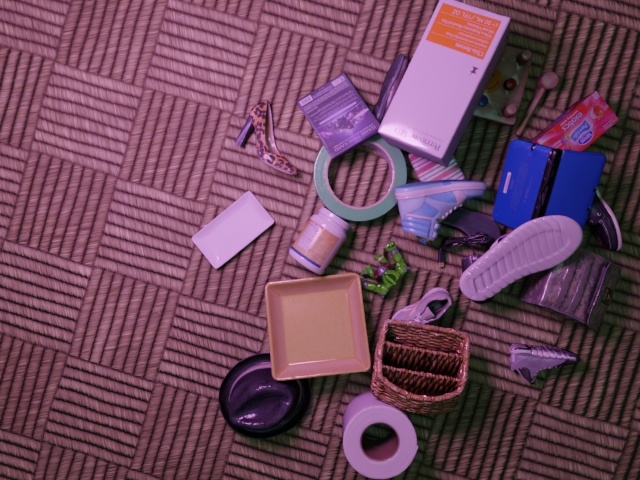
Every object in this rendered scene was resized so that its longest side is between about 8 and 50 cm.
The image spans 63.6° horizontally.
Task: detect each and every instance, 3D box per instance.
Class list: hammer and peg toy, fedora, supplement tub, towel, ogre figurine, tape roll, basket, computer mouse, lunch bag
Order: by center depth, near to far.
[{"bbox_3d":[0.324,0.419,1.691,0.298,0.214,0.223,12,129,1],"label":"basket"},{"bbox_3d":[0.861,0.155,1.736,0.286,0.169,0.235,22,88,-7],"label":"lunch bag"},{"bbox_3d":[0.614,-0.520,1.742,0.361,0.127,0.266,16,92,1],"label":"hammer and peg toy"},{"bbox_3d":[0.196,0.656,1.760,0.245,0.169,0.246,0,91,1],"label":"tape roll"},{"bbox_3d":[0.000,0.000,1.762,0.144,0.144,0.200,34,92,1],"label":"supplement tub"},{"bbox_3d":[0.497,0.105,1.774,0.183,0.060,0.262,-3,107,21],"label":"computer mouse"},{"bbox_3d":[-0.200,0.552,1.777,0.333,0.152,0.334,0,91,1],"label":"fedora"},{"bbox_3d":[0.219,0.111,1.785,0.118,0.097,0.197,43,81,11],"label":"ogre figurine"},{"bbox_3d":[0.135,-0.226,1.788,0.320,0.077,0.322,0,92,2],"label":"tape roll"},{"bbox_3d":[0.410,-0.245,1.806,0.144,0.029,0.197,-29,93,2],"label":"towel"}]

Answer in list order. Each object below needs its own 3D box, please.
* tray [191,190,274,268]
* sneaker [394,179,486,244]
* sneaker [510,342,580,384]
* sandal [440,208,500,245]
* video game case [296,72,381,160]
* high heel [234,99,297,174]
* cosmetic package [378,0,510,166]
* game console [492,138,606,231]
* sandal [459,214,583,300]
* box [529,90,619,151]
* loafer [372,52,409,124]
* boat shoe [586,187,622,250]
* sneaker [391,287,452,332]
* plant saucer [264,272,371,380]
[{"bbox_3d":[-0.309,-0.037,1.827,0.270,0.030,0.145,-39,91,2],"label":"tray"},{"bbox_3d":[0.407,-0.097,1.741,0.318,0.127,0.208,-7,101,-8],"label":"sneaker"},{"bbox_3d":[0.770,0.436,1.791,0.228,0.086,0.132,6,96,11],"label":"sneaker"},{"bbox_3d":[0.507,-0.061,1.800,0.254,0.054,0.097,28,85,10],"label":"sandal"},{"bbox_3d":[0.063,-0.425,1.757,0.196,0.026,0.274,-31,68,2],"label":"video game case"},{"bbox_3d":[-0.153,-0.355,1.780,0.261,0.093,0.186,34,98,9],"label":"high heel"},{"bbox_3d":[0.388,-0.489,1.621,0.230,0.161,0.454,26,96,18],"label":"cosmetic package"},{"bbox_3d":[0.747,-0.172,1.713,0.173,0.250,0.293,-9,117,-35],"label":"game console"},{"bbox_3d":[0.634,0.043,1.682,0.416,0.102,0.169,-31,99,14],"label":"sandal"},{"bbox_3d":[0.845,-0.362,1.742,0.257,0.122,0.128,-40,91,2],"label":"box"},{"bbox_3d":[0.252,-0.503,1.782,0.084,0.096,0.268,20,99,-19],"label":"loafer"},{"bbox_3d":[0.897,-0.109,1.746,0.113,0.127,0.340,-22,89,3],"label":"boat shoe"},{"bbox_3d":[0.339,0.259,1.771,0.262,0.121,0.099,-41,91,3],"label":"sneaker"},{"bbox_3d":[-0.010,0.295,1.777,0.332,0.081,0.333,-7,78,2],"label":"plant saucer"}]
